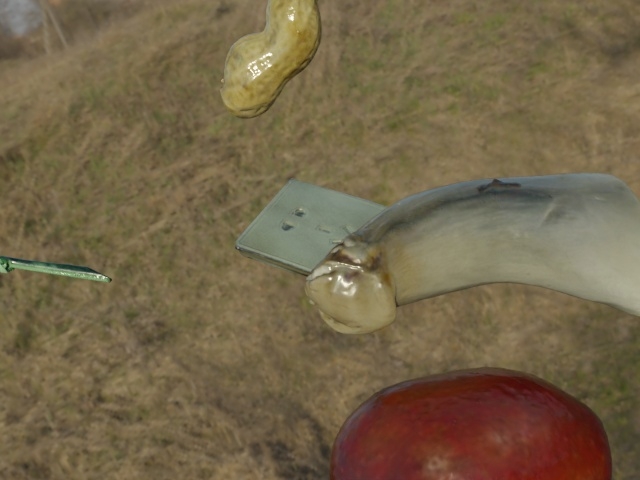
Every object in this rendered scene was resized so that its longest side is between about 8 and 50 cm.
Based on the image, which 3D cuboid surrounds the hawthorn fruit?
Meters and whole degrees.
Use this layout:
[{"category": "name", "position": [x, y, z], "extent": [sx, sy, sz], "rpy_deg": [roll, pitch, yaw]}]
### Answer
[{"category": "hawthorn fruit", "position": [0.156, 0.266, 0.964], "extent": [0.311, 0.295, 0.295], "rpy_deg": [-43, 20, -4]}]

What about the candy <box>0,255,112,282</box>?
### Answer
[{"category": "candy", "position": [-0.480, 0.036, 1.437], "extent": [0.324, 0.097, 0.097], "rpy_deg": [7, 21, 2]}]

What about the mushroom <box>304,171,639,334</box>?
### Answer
[{"category": "mushroom", "position": [0.175, 0.011, 1.056], "extent": [0.397, 0.126, 0.177], "rpy_deg": [-4, 58, -9]}]

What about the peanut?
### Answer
[{"category": "peanut", "position": [-0.071, -0.283, 1.400], "extent": [0.229, 0.103, 0.098], "rpy_deg": [-49, 35, 16]}]

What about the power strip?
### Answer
[{"category": "power strip", "position": [0.000, 0.000, 1.456], "extent": [0.213, 0.064, 0.198], "rpy_deg": [19, 43, 21]}]
